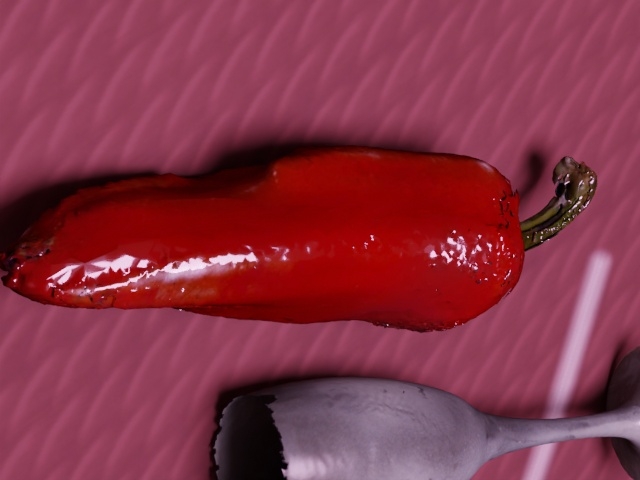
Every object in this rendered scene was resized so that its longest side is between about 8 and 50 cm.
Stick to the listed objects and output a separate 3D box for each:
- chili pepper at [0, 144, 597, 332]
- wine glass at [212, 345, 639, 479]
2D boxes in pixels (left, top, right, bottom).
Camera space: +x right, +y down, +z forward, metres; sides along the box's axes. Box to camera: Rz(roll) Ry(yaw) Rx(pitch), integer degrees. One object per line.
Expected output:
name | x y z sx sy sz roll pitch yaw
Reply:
chili pepper | 0.000 0.000 1.101 0.388 0.110 0.110 0 107 -31
wine glass | 0.130 0.157 1.142 0.310 0.264 0.096 -3 117 -32
